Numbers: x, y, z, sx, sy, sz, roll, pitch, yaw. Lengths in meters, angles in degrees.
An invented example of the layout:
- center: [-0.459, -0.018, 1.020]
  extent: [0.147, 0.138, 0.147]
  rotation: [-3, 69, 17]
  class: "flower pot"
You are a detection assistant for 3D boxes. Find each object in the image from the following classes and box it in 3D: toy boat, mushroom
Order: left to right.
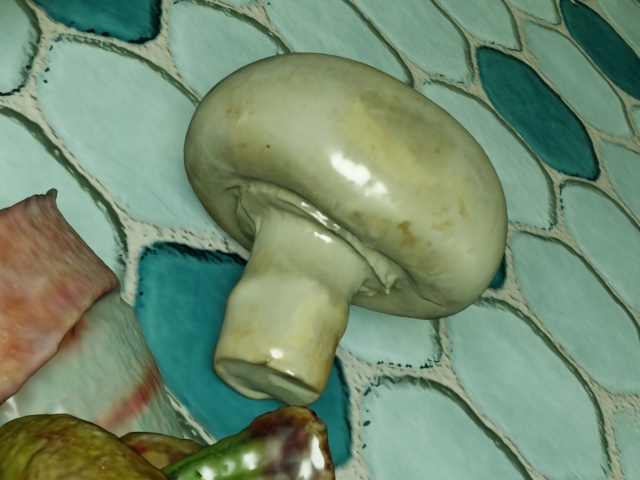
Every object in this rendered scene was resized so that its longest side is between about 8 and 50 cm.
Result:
- center: [-0.096, 0.117, 0.680]
  extent: [0.282, 0.096, 0.206]
  rotation: [57, 16, 0]
  class: "toy boat"
- center: [0.012, -0.005, 0.875]
  extent: [0.206, 0.206, 0.209]
  rotation: [6, 90, -49]
  class: "mushroom"

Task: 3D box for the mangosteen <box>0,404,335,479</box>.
- center: [-0.095, 0.146, 0.452]
  extent: [0.228, 0.265, 0.228]
  rotation: [44, 5, -4]
  class: "mangosteen"
